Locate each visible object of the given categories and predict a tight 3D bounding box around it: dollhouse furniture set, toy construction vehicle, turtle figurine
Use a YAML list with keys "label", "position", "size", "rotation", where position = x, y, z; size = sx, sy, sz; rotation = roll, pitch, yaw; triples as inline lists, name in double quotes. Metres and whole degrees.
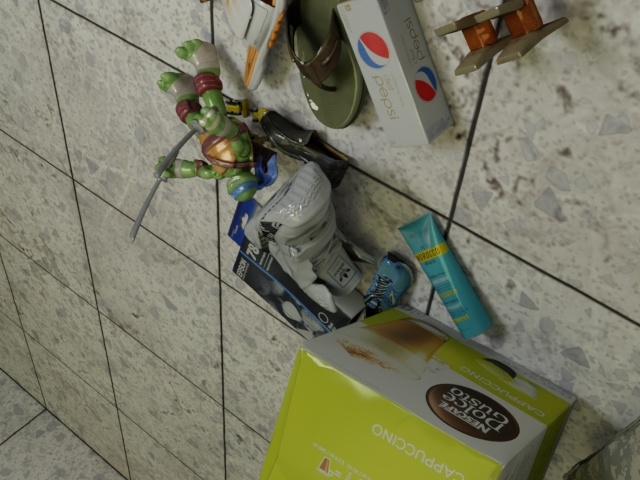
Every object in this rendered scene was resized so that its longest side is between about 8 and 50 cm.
- label: "dollhouse furniture set"
  position: [0.205, -0.345, 0.881]
  size: [0.259, 0.135, 0.262]
  rotation: [-2, 120, 61]
- label: "toy construction vehicle"
  position: [-0.115, -0.203, 1.399]
  size: [0.098, 0.035, 0.086]
  rotation: [12, 118, 38]
- label: "turtle figurine"
  position: [-0.220, -0.180, 1.312]
  size: [0.198, 0.274, 0.266]
  rotation: [91, 161, -68]

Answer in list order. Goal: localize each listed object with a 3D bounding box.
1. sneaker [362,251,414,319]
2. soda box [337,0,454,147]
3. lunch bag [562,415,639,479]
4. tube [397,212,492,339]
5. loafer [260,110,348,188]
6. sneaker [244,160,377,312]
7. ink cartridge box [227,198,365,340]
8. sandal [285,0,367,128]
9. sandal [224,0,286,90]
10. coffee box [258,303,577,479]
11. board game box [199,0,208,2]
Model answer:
- label: "sneaker"
  position: [0.110, 0.089, 1.376]
  size: [0.063, 0.073, 0.162]
  rotation: [33, 141, 23]
- label: "soda box"
  position: [0.104, -0.238, 1.099]
  size: [0.074, 0.069, 0.216]
  rotation: [0, 121, 47]
- label: "lunch bag"
  position: [0.496, 0.368, 1.114]
  size: [0.256, 0.212, 0.305]
  rotation: [54, 147, 25]
- label: "tube"
  position: [0.200, 0.056, 1.280]
  size: [0.080, 0.052, 0.207]
  rotation: [-28, 94, 47]
- label: "loafer"
  position: [-0.023, -0.161, 1.318]
  size: [0.170, 0.062, 0.061]
  rotation: [39, 131, 3]
- label: "sneaker"
  position: [0.000, 0.000, 1.310]
  size: [0.210, 0.137, 0.366]
  rotation: [42, 168, -6]
- label: "ink cartridge box"
  position: [-0.068, 0.065, 1.557]
  size: [0.332, 0.065, 0.165]
  rotation: [42, 144, 13]
- label: "sandal"
  position: [-0.009, -0.296, 1.151]
  size: [0.120, 0.086, 0.303]
  rotation: [20, 134, 35]
- label: "sandal"
  position: [-0.107, -0.325, 1.206]
  size: [0.265, 0.076, 0.102]
  rotation: [115, 154, -52]
- label: "coffee box"
  position: [0.140, 0.345, 1.251]
  size: [0.337, 0.334, 0.338]
  rotation: [27, 110, 28]
- label: "board game box"
  position: [-0.203, -0.504, 1.226]
  size: [0.136, 0.030, 0.260]
  rotation: [-10, 114, 53]
